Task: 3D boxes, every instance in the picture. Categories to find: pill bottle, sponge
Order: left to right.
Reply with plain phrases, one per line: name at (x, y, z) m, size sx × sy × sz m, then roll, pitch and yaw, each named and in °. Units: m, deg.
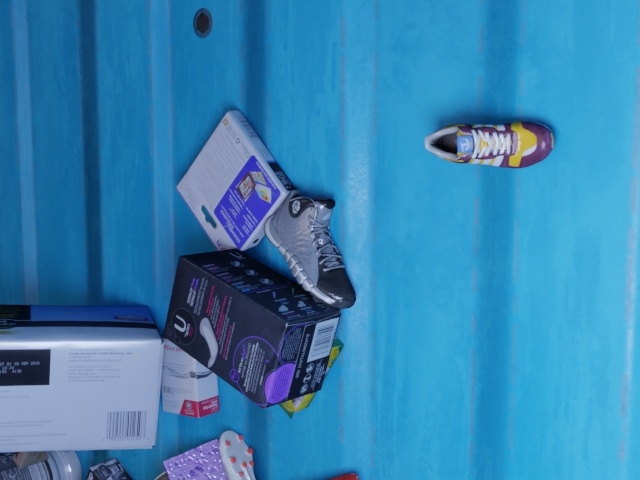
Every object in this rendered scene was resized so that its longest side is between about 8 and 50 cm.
pill bottle at (-0.699, 0.560, 2.050) m, size 0.162 × 0.278 × 0.162 m, roll 6°, pitch 100°, yaw 39°
sponge at (-0.215, 0.506, 1.740) m, size 0.210 × 0.117 × 0.031 m, roll 66°, pitch 158°, yaw 13°

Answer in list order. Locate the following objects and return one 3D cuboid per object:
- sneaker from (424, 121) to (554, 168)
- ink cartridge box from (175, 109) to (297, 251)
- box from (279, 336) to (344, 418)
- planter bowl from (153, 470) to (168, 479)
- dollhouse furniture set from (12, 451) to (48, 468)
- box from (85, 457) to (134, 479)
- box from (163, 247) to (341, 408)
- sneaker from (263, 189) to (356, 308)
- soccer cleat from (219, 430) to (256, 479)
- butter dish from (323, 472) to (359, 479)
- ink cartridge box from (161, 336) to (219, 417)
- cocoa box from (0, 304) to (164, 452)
sneaker at (0.240, -0.136, 1.288) m, size 0.186 × 0.084 × 0.069 m, roll 1°, pitch 96°, yaw 41°
ink cartridge box at (-0.159, -0.095, 1.658) m, size 0.208 × 0.045 × 0.206 m, roll -49°, pitch 65°, yaw 32°
box at (-0.039, 0.223, 1.600) m, size 0.105 × 0.043 × 0.179 m, roll 44°, pitch 119°, yaw 28°
planter bowl at (-0.280, 0.539, 1.787) m, size 0.162 × 0.162 × 0.109 m, roll 66°, pitch 155°, yaw 13°
dollhouse furniture set at (-0.654, 0.390, 1.957) m, size 0.129 × 0.129 × 0.183 m, roll 45°, pitch 121°, yaw 26°
box at (-0.460, 0.681, 1.995) m, size 0.242 × 0.077 × 0.307 m, roll 39°, pitch 119°, yaw 30°
box at (-0.121, 0.143, 1.539) m, size 0.270 × 0.143 × 0.165 m, roll 29°, pitch 113°, yaw 34°
sneaker at (0.000, 0.000, 1.512) m, size 0.228 × 0.086 × 0.132 m, roll 47°, pitch 120°, yaw 27°
soccer cleat at (-0.150, 0.460, 1.712) m, size 0.076 × 0.068 × 0.196 m, roll -40°, pitch 73°, yaw 40°
butter dish at (0.025, 0.503, 1.540) m, size 0.160 × 0.118 × 0.160 m, roll -23°, pitch 44°, yaw 27°
ink cartridge box at (-0.261, 0.266, 1.780) m, size 0.109 × 0.063 × 0.150 m, roll 1°, pitch 96°, yaw 41°
cocoa box at (-0.501, 0.262, 1.764) m, size 0.228 × 0.347 × 0.231 m, roll -143°, pitch 57°, yaw -68°
